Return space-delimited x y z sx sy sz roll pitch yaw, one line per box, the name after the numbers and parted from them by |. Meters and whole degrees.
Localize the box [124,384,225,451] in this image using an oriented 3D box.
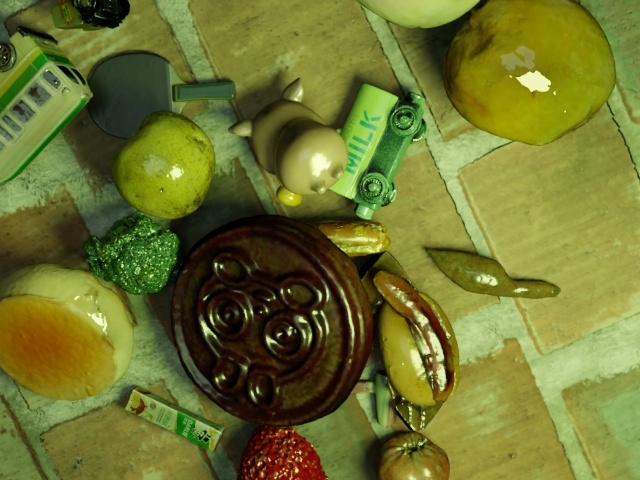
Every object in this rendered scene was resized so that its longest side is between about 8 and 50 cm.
-0.296 0.362 1.651 0.207 0.041 0.050 25 98 3 | box

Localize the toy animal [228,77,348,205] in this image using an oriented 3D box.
-0.039 -0.164 1.483 0.165 0.149 0.248 -32 51 -13 | toy animal

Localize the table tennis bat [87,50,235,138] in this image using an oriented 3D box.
-0.316 -0.289 1.591 0.301 0.022 0.174 -3 95 7 | table tennis bat

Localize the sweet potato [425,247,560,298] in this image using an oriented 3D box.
0.326 0.073 1.540 0.269 0.075 0.075 17 98 0 | sweet potato

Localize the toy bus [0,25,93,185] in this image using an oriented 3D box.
-0.599 -0.243 1.565 0.305 0.143 0.179 -43 91 9 | toy bus

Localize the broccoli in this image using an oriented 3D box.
-0.354 0.027 1.568 0.195 0.195 0.156 -39 55 9 | broccoli

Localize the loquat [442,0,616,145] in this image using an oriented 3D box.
0.360 -0.296 1.407 0.284 0.276 0.276 39 99 -2 | loquat

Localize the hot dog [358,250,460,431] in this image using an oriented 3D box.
0.171 0.188 1.505 0.194 0.107 0.326 -39 102 -30 | hot dog

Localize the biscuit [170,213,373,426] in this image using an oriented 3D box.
-0.103 0.154 1.493 0.407 0.091 0.408 5 103 21 | biscuit

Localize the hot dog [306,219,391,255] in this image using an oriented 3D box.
0.000 0.000 1.544 0.268 0.115 0.072 -2 99 4 | hot dog

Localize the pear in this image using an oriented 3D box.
-0.287 -0.135 1.523 0.197 0.197 0.197 1 96 6 | pear

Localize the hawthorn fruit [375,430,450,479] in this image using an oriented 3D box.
0.178 0.466 1.561 0.149 0.149 0.189 -3 92 6 | hawthorn fruit

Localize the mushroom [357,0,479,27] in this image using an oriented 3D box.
0.167 -0.559 1.370 0.325 0.353 0.353 30 99 -11 | mushroom

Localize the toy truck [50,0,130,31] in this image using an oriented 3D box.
-0.458 -0.530 1.534 0.127 0.127 0.257 -7 95 21 | toy truck

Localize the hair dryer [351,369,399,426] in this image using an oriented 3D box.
0.081 0.303 1.609 0.154 0.054 0.106 9 102 15 | hair dryer

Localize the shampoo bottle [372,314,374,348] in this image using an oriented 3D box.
-0.026 0.172 1.580 0.262 0.085 0.085 -1 96 6 | shampoo bottle

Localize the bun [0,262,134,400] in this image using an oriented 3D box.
-0.496 0.160 1.582 0.298 0.165 0.299 5 125 7 | bun

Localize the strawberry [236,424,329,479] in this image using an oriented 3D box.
-0.085 0.443 1.580 0.184 0.186 0.202 -26 64 27 | strawberry

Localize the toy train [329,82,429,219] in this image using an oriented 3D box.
0.095 -0.174 1.528 0.157 0.105 0.253 26 97 16 | toy train
